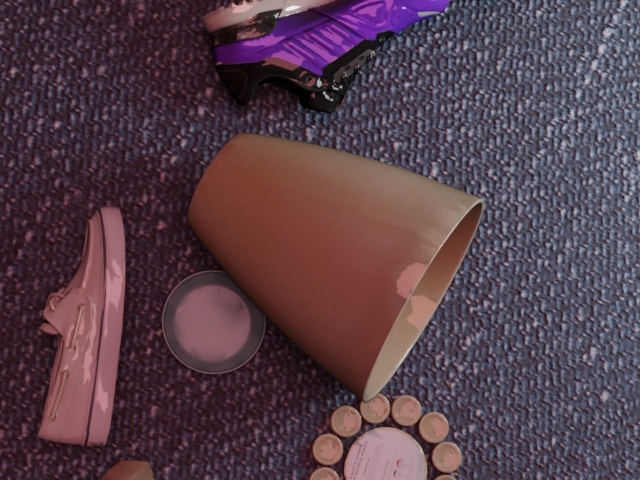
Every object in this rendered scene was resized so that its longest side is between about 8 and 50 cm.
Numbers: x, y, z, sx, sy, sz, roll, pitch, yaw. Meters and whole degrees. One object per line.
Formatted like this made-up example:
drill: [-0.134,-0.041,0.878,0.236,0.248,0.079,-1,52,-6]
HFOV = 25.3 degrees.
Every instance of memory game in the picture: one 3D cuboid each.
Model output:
memory game: [0.075,0.267,1.653,0.186,0.012,0.186,1,82,-10]

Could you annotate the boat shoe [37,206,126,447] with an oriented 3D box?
boat shoe: [-0.267,0.092,1.578,0.088,0.096,0.268,6,89,-14]

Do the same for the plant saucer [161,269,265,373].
plant saucer: [-0.123,0.094,1.637,0.119,0.021,0.119,2,81,-10]

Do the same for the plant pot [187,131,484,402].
plant pot: [0.000,0.000,1.581,0.274,0.256,0.256,30,77,13]

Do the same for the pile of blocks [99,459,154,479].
pile of blocks: [-0.254,0.418,1.537,0.112,0.149,0.362,-2,67,32]

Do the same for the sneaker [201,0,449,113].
sneaker: [0.017,-0.224,1.677,0.293,0.102,0.146,-13,89,-7]
